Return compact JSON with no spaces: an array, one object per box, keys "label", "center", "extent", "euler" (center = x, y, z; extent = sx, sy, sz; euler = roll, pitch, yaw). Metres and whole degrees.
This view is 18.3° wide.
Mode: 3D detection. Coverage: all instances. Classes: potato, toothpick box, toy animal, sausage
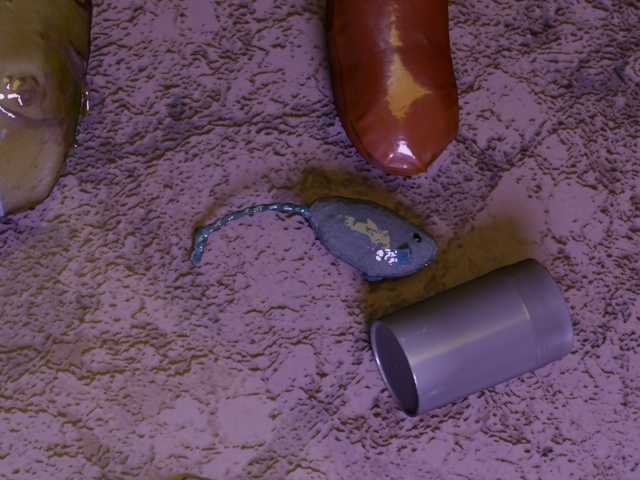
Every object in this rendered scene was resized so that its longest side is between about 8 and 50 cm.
[{"label":"potato","center":[-0.300,-0.188,1.895],"extent":[0.196,0.246,0.299],"euler":[-26,85,-10]},{"label":"toothpick box","center":[0.154,0.097,1.998],"extent":[0.181,0.111,0.111],"euler":[-21,81,-17]},{"label":"toy animal","center":[-0.002,-0.009,2.014],"extent":[0.253,0.070,0.079],"euler":[7,58,-9]},{"label":"sausage","center":[0.070,-0.191,2.047],"extent":[0.133,0.133,0.258],"euler":[-3,78,-14]}]

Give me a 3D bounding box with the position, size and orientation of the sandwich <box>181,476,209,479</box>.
[{"label":"sandwich","center":[-0.083,0.297,1.853],"extent":[0.117,0.187,0.144],"euler":[14,79,-10]}]
